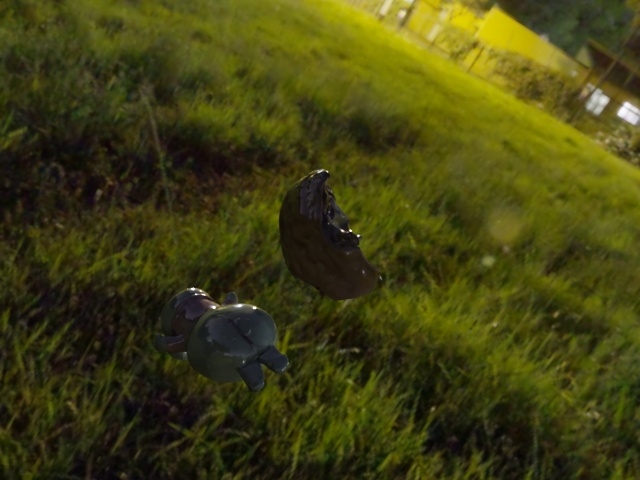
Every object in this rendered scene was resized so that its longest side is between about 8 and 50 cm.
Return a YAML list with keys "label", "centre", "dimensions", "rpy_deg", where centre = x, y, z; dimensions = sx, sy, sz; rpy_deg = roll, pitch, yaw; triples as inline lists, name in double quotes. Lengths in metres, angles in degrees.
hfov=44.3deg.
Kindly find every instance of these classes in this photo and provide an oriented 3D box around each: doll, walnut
- label: "doll"
  centre: [-0.157, 0.140, 1.171]
  dimensions: [0.155, 0.113, 0.275]
  rpy_deg: [-31, 24, -28]
- label: "walnut"
  centre: [-0.003, -0.008, 1.339]
  dimensions: [0.238, 0.141, 0.204]
  rpy_deg: [-119, -175, -68]
